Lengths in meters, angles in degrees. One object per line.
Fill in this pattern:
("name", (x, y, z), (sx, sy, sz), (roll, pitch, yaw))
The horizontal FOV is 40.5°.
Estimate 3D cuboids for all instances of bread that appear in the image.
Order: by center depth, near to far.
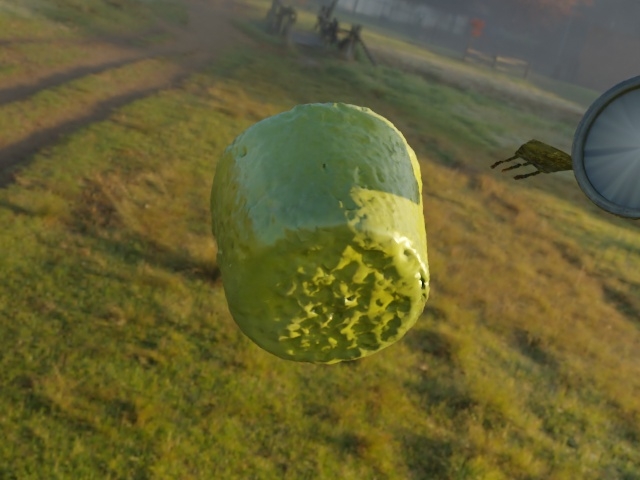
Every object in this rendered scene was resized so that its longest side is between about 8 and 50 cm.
("bread", (0.000, 0.000, 1.319), (0.348, 0.348, 0.308), (11, 43, -16))

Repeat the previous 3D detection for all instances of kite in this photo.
("kite", (0.474, -0.175, 1.942), (0.141, 0.015, 0.245), (28, -16, -15))

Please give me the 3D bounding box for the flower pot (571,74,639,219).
("flower pot", (0.494, -0.109, 1.249), (0.212, 0.212, 0.202), (28, 4, 38))
